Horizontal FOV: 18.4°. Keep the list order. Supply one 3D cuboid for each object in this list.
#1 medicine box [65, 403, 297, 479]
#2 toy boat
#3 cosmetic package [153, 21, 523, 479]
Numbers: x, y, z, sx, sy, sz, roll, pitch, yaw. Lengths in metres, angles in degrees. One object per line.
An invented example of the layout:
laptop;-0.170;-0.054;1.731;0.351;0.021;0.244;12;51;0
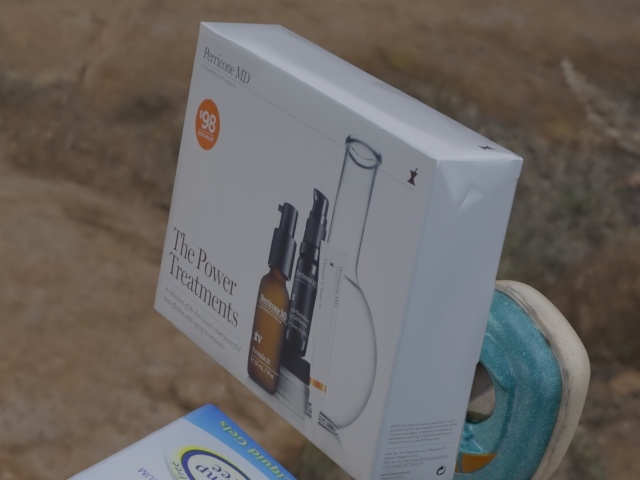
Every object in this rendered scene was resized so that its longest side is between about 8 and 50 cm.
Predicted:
medicine box;-0.073;0.270;1.256;0.263;0.149;0.289;41;21;11
toy boat;0.135;0.128;2.078;0.148;0.267;0.318;-14;48;-33
cosmetic package;0.000;0.000;1.688;0.097;0.284;0.377;0;21;-34
